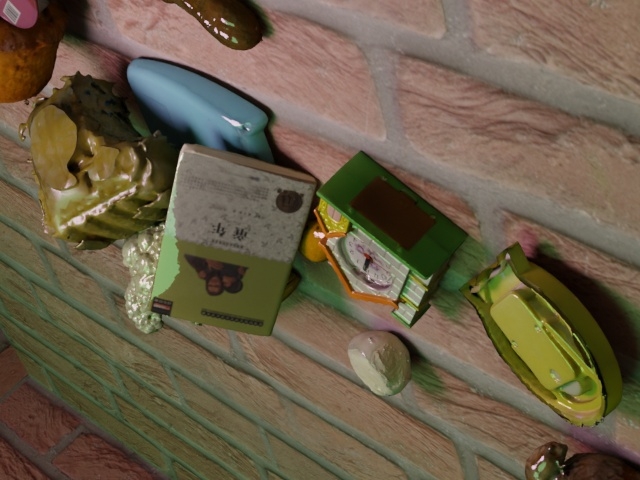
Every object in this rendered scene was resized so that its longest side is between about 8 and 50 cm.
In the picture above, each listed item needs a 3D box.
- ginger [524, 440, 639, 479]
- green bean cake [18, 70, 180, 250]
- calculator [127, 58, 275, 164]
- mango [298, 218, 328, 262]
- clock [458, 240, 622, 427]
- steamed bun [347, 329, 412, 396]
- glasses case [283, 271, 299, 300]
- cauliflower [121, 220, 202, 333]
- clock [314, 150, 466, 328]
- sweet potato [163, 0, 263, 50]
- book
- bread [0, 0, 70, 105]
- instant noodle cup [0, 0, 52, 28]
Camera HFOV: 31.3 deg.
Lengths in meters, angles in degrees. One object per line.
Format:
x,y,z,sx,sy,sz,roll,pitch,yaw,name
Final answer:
0.482,0.473,1.873,0.375,0.176,0.256,52,135,-8,ginger
-0.400,-0.164,2.067,0.285,0.202,0.310,-28,72,25,green bean cake
-0.217,-0.199,2.059,0.386,0.054,0.256,29,150,39,calculator
0.000,0.000,2.016,0.114,0.057,0.079,-10,113,56,mango
0.341,0.139,1.701,0.293,0.071,0.277,57,162,3,clock
0.113,0.220,2.122,0.130,0.091,0.112,52,155,-8,steamed bun
-0.114,0.111,2.310,0.064,0.079,0.234,55,153,-2,glasses case
-0.270,0.029,2.224,0.260,0.327,0.281,35,179,1,cauliflower
0.095,0.018,1.848,0.220,0.106,0.255,39,153,14,clock
-0.183,-0.364,1.770,0.233,0.062,0.081,35,153,27,sweet potato
-0.160,0.008,2.011,0.239,0.035,0.352,13,121,-6,book
-0.563,-0.364,2.088,0.179,0.340,0.194,15,116,-15,bread
-0.485,-0.496,1.884,0.235,0.178,0.235,35,152,21,instant noodle cup
